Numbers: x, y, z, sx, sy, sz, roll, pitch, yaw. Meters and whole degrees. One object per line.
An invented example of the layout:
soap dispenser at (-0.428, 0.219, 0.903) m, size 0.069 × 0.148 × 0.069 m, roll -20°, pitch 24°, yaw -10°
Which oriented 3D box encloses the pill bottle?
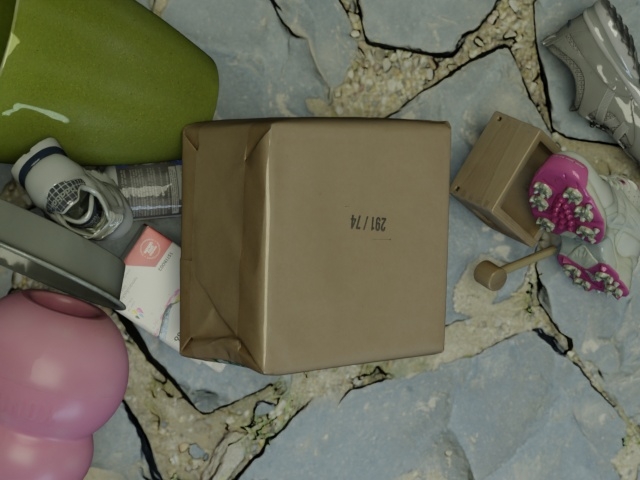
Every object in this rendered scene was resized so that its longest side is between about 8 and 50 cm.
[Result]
pill bottle at (-0.235, -0.064, 1.920) m, size 0.137 × 0.078 × 0.078 m, roll -5°, pitch 95°, yaw -12°

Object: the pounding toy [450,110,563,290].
pounding toy at (0.249, -0.038, 2.015) m, size 0.181 × 0.094 × 0.206 m, roll 35°, pitch 85°, yaw -49°

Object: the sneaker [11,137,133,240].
sneaker at (-0.278, -0.035, 1.774) m, size 0.090 × 0.235 × 0.095 m, roll -48°, pitch 66°, yaw 2°

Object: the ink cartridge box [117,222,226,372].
ink cartridge box at (-0.177, 0.080, 1.947) m, size 0.198 × 0.067 × 0.115 m, roll 34°, pitch 86°, yaw -12°

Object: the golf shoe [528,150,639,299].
golf shoe at (0.361, -0.047, 1.982) m, size 0.140 × 0.115 × 0.306 m, roll -58°, pitch 147°, yaw -17°

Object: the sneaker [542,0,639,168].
sneaker at (0.403, -0.189, 2.057) m, size 0.115 × 0.105 × 0.281 m, roll -22°, pitch 104°, yaw 24°

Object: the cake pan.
cake pan at (-0.357, 0.002, 1.791) m, size 0.293 × 0.293 × 0.054 m, roll 26°, pitch 81°, yaw -12°

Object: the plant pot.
plant pot at (-0.284, -0.198, 1.829) m, size 0.293 × 0.275 × 0.275 m, roll 15°, pitch 90°, yaw -30°

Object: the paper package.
paper package at (0.000, 0.000, 1.865) m, size 0.325 × 0.168 × 0.309 m, roll -3°, pitch 95°, yaw -43°

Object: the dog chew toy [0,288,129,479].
dog chew toy at (-0.364, 0.233, 1.856) m, size 0.206 × 0.206 × 0.332 m, roll 17°, pitch 97°, yaw -13°
